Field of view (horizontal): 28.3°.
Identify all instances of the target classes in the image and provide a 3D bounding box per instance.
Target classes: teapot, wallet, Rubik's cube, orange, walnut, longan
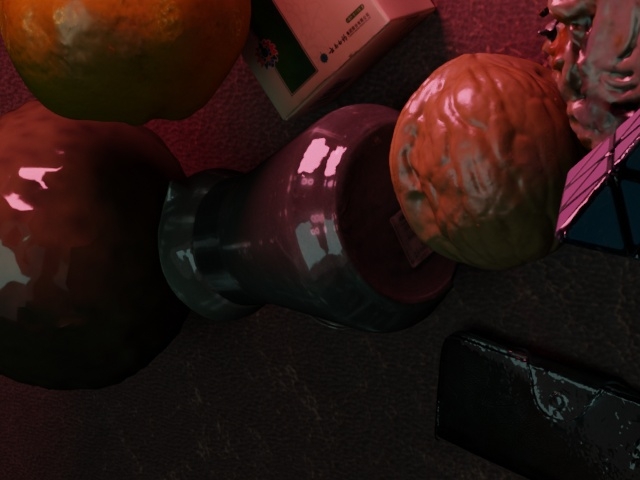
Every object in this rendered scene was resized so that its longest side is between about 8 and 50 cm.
[{"bbox_3d":[0.000,0.000,1.496,0.344,0.253,0.300,-8,135,50],"label":"teapot"},{"bbox_3d":[0.274,0.218,1.462,0.318,0.045,0.172,21,123,32],"label":"wallet"},{"bbox_3d":[0.238,-0.030,1.070,0.190,0.178,0.211,-5,105,54],"label":"Rubik's cube"},{"bbox_3d":[-0.213,-0.240,1.396,0.279,0.279,0.235,-2,86,42],"label":"orange"},{"bbox_3d":[0.179,-0.084,1.295,0.228,0.228,0.228,18,120,35],"label":"walnut"},{"bbox_3d":[-0.343,0.009,1.678,0.391,0.391,0.391,18,120,35],"label":"longan"}]

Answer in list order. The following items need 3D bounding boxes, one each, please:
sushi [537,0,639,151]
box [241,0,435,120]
[{"bbox_3d":[0.372,-0.180,1.104,0.418,0.176,0.417,20,124,33],"label":"sushi"},{"bbox_3d":[0.000,-0.266,1.454,0.212,0.095,0.168,-39,79,44],"label":"box"}]
